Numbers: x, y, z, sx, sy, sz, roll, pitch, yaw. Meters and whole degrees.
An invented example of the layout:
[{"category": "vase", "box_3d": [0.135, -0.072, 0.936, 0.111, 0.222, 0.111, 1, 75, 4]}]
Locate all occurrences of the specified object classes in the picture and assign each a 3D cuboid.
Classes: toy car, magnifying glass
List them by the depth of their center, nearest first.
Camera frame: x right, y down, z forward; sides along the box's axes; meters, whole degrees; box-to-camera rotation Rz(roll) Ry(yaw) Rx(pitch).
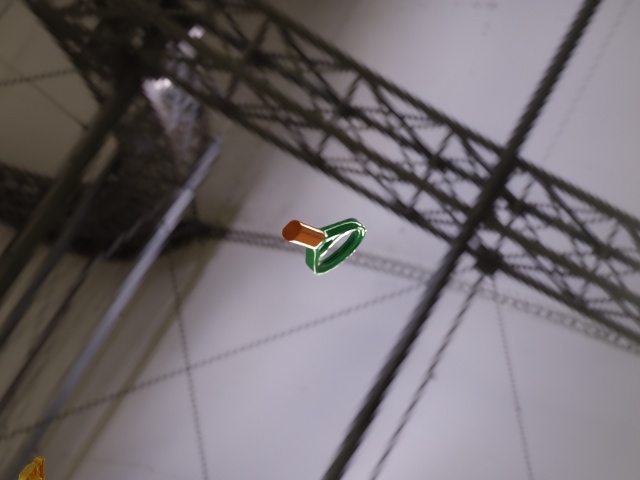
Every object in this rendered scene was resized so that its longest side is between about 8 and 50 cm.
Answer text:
[{"category": "toy car", "box_3d": [-0.273, 0.226, 1.226, 0.040, 0.060, 0.122, -45, 158, -61]}, {"category": "magnifying glass", "box_3d": [0.000, 0.000, 1.917, 0.092, 0.231, 0.026, -45, -106, 9]}]
